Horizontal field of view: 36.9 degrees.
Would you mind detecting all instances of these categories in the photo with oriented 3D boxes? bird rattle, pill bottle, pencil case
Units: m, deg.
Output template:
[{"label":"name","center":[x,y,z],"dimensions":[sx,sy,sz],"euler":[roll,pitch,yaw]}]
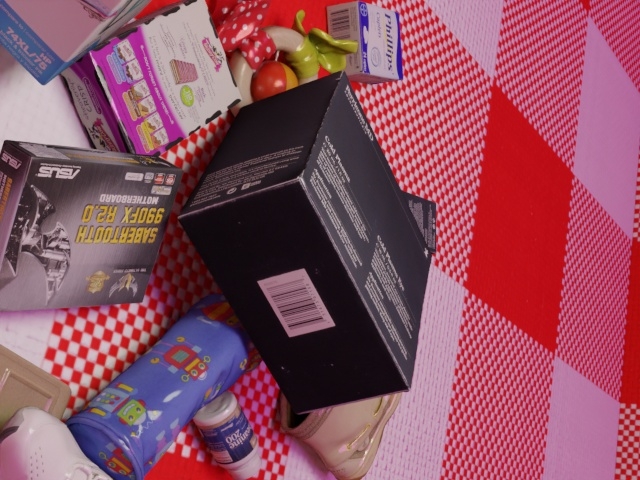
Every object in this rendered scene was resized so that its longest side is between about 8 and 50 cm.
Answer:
[{"label":"bird rattle","center":[-0.068,-0.260,1.436],"dimensions":[0.253,0.143,0.207],"euler":[-3,106,-51]},{"label":"pill bottle","center":[-0.127,0.276,1.347],"dimensions":[0.067,0.067,0.120],"euler":[-50,126,-44]},{"label":"pencil case","center":[-0.191,0.190,1.226],"dimensions":[0.119,0.133,0.306],"euler":[36,41,9]}]

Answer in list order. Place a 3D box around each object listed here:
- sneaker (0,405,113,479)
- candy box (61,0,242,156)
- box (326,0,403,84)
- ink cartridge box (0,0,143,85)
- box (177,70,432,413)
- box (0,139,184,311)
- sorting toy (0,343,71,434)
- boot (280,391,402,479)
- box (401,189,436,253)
[{"label":"sneaker","center":[-0.260,0.290,1.072],"dimensions":[0.111,0.129,0.297],"euler":[-62,146,-38]},{"label":"candy box","center":[-0.218,-0.209,1.261],"dimensions":[0.233,0.071,0.159],"euler":[-43,121,-46]},{"label":"box","center":[0.079,-0.345,1.686],"dimensions":[0.137,0.072,0.126],"euler":[-5,92,-55]},{"label":"ink cartridge box","center":[-0.247,-0.342,1.020],"dimensions":[0.197,0.270,0.198],"euler":[48,47,-13]},{"label":"box","center":[0.000,0.000,1.322],"dimensions":[0.343,0.179,0.312],"euler":[62,26,-25]},{"label":"box","center":[-0.279,-0.014,1.109],"dimensions":[0.231,0.056,0.183],"euler":[2,112,-55]},{"label":"sorting toy","center":[-0.395,0.253,1.007],"dimensions":[0.229,0.041,0.307],"euler":[49,50,-46]},{"label":"boot","center":[0.036,0.234,1.560],"dimensions":[0.203,0.095,0.262],"euler":[48,55,-39]},{"label":"box","center":[0.090,-0.028,1.600],"dimensions":[0.158,0.156,0.093],"euler":[14,75,-53]}]
